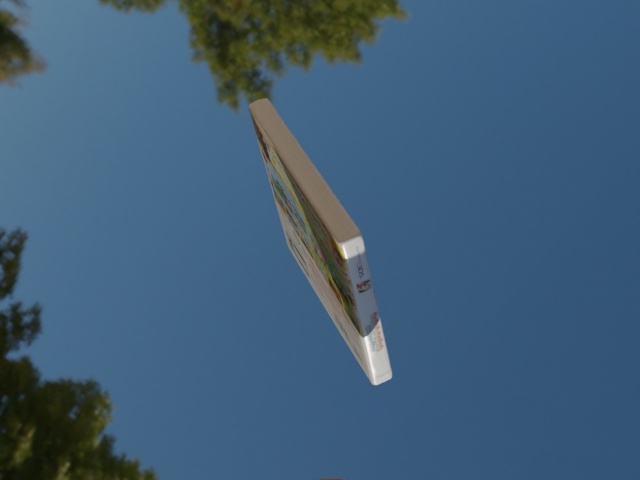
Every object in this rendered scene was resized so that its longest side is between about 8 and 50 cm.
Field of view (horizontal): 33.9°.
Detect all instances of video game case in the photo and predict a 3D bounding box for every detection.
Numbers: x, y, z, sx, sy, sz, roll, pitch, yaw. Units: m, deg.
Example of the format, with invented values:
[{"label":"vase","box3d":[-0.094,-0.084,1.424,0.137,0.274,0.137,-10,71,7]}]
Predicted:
[{"label":"video game case","box3d":[0.000,0.000,1.025,0.026,0.206,0.227,-24,-134,-9]}]

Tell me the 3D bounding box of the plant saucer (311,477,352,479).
[{"label":"plant saucer","box3d":[0.005,0.313,0.937,0.199,0.037,0.200,-5,-108,15]}]
